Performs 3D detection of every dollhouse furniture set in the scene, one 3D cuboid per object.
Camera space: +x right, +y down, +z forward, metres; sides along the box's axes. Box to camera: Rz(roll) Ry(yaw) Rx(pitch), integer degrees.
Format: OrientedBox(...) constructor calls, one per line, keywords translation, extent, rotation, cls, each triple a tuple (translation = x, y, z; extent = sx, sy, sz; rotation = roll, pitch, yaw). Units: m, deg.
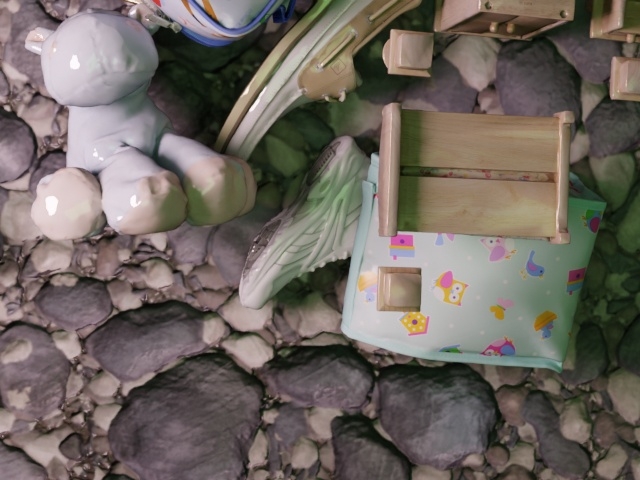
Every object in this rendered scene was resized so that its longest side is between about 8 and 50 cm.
OrientedBox(translation=(0.204, -0.097, 1.753), extent=(0.303, 0.174, 0.356), rotation=(3, 90, -10), cls="dollhouse furniture set")

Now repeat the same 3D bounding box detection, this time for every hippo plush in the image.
OrientedBox(translation=(-0.191, -0.133, 1.732), extent=(0.234, 0.294, 0.237), rotation=(-5, 95, -2), cls="hippo plush")

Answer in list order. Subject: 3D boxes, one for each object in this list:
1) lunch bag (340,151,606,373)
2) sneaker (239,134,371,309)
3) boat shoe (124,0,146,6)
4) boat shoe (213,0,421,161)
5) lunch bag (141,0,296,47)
OrientedBox(translation=(0.160, 0.019, 1.844), extent=(0.262, 0.160, 0.223), rotation=(8, 107, -11), cls="lunch bag")
OrientedBox(translation=(0.000, 0.000, 1.866), extent=(0.115, 0.090, 0.232), rotation=(36, 102, -16), cls="sneaker")
OrientedBox(translation=(-0.202, -0.281, 1.779), extent=(0.135, 0.050, 0.045), rotation=(17, 97, 9), cls="boat shoe")
OrientedBox(translation=(0.000, -0.197, 1.793), extent=(0.103, 0.113, 0.302), rotation=(36, 100, -7), cls="boat shoe")
OrientedBox(translation=(-0.091, -0.355, 1.696), extent=(0.243, 0.115, 0.303), rotation=(42, 76, -15), cls="lunch bag")
